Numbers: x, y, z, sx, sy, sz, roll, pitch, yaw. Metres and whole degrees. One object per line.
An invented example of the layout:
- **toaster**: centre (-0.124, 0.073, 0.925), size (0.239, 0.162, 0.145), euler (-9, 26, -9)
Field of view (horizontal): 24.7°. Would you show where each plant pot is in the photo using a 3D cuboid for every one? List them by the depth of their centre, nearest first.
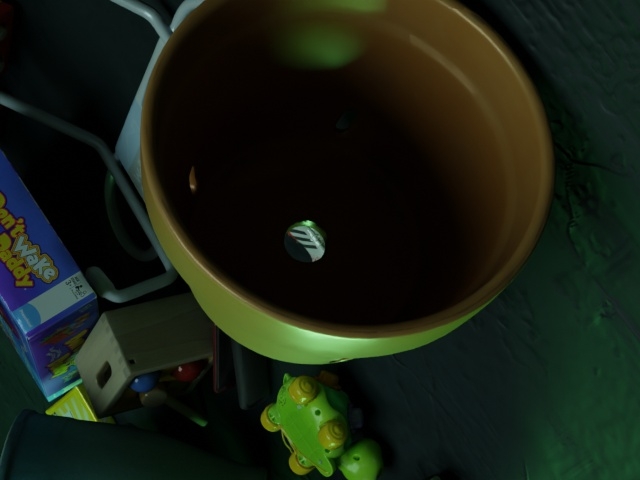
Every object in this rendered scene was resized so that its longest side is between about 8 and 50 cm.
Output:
- **plant pot**: centre (0.006, -0.032, 1.088), size (0.291, 0.291, 0.203), euler (53, 158, 13)
- **plant pot**: centre (-0.181, 0.313, 1.463), size (0.255, 0.271, 0.271), euler (4, 123, 0)

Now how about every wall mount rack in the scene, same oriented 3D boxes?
- **wall mount rack**: centre (-0.210, -0.124, 1.384), size (0.304, 0.130, 0.350), euler (56, 141, 20)

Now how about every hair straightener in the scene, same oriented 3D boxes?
- **hair straightener**: centre (-0.060, 0.067, 1.397), size (0.089, 0.047, 0.230), euler (29, 127, 36)

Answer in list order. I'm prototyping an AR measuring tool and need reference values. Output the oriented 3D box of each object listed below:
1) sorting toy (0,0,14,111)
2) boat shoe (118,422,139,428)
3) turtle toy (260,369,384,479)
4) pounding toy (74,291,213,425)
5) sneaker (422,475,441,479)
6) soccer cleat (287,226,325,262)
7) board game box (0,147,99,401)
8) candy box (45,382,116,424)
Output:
- **sorting toy**: centre (-0.429, -0.135, 1.544), size (0.089, 0.257, 0.255), euler (31, 134, 12)
- **boat shoe**: centre (-0.164, 0.343, 1.631), size (0.102, 0.108, 0.301), euler (-36, 79, 28)
- **turtle toy**: centre (0.007, 0.175, 1.354), size (0.130, 0.066, 0.095), euler (55, 144, 10)
- **pounding toy**: centre (-0.167, 0.134, 1.499), size (0.100, 0.130, 0.141), euler (64, 145, 20)
- **sneaker**: centre (0.046, 0.325, 1.363), size (0.123, 0.106, 0.290), euler (57, 142, 8)
- **soccer cleat**: centre (0.000, 0.000, 1.292), size (0.083, 0.029, 0.035), euler (44, 143, 30)
- **board game box**: centre (-0.324, 0.026, 1.538), size (0.233, 0.078, 0.347), euler (56, 165, 9)
- **candy box**: centre (-0.253, 0.273, 1.749), size (0.105, 0.027, 0.206), euler (-38, 81, 48)
